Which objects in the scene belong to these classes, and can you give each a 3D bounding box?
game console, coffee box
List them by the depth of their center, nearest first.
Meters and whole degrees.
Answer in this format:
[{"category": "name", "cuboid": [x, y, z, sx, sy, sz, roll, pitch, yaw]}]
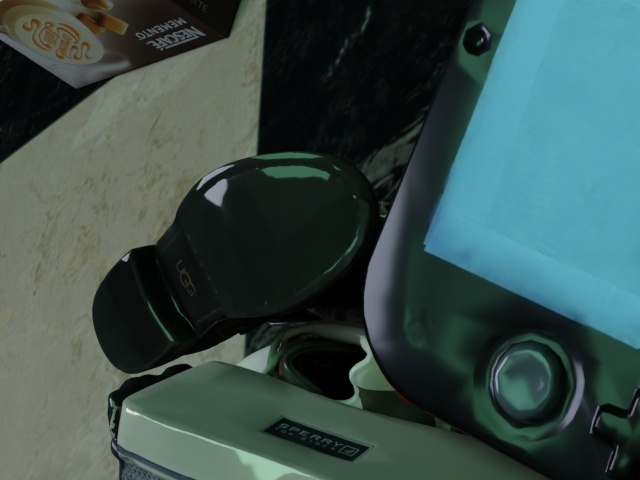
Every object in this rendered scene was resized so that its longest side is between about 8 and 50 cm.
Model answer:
[{"category": "game console", "cuboid": [0.205, -0.048, 0.872, 0.342, 0.060, 0.386, 28, 100, 39]}, {"category": "coffee box", "cuboid": [-0.197, -0.236, 1.642, 0.246, 0.141, 0.098, -10, 55, 48]}]

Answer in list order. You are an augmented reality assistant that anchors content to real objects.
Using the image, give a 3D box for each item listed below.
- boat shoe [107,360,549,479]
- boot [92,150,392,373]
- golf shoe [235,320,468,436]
[{"category": "boat shoe", "cuboid": [0.025, 0.189, 0.987, 0.341, 0.127, 0.158, 19, 116, 35]}, {"category": "boot", "cuboid": [0.000, 0.000, 1.126, 0.263, 0.229, 0.091, -28, 80, 43]}, {"category": "golf shoe", "cuboid": [0.001, 0.088, 1.135, 0.273, 0.120, 0.105, -8, 58, 51]}]
